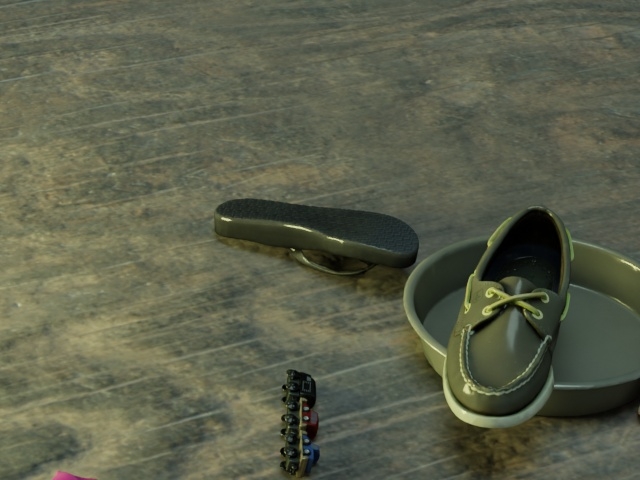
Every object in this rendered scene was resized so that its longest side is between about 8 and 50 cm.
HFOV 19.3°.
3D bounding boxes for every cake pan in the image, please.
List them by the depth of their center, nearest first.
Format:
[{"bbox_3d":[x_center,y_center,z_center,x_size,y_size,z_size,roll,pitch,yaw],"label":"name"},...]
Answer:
[{"bbox_3d":[0.231,0.088,1.956,0.293,0.054,0.293,3,31,-2],"label":"cake pan"}]

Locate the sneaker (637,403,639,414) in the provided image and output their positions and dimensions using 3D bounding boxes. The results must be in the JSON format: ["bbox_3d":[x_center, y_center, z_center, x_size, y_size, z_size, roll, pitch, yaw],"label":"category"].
[{"bbox_3d":[0.369,0.154,1.875,0.119,0.047,0.057,-21,50,-33],"label":"sneaker"}]

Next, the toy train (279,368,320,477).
[{"bbox_3d":[-0.019,0.176,1.815,0.036,0.027,0.158,12,30,-7],"label":"toy train"}]

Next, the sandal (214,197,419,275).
[{"bbox_3d":[0.000,0.000,2.095,0.254,0.054,0.097,11,23,31],"label":"sandal"}]

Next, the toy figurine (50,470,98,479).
[{"bbox_3d":[-0.220,0.258,1.530,0.173,0.159,0.130,7,31,8],"label":"toy figurine"}]

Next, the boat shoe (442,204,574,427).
[{"bbox_3d":[0.187,0.071,1.839,0.109,0.091,0.305,10,32,11],"label":"boat shoe"}]
